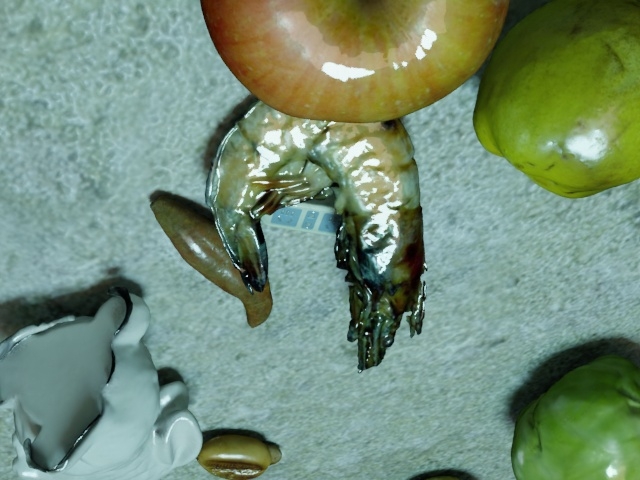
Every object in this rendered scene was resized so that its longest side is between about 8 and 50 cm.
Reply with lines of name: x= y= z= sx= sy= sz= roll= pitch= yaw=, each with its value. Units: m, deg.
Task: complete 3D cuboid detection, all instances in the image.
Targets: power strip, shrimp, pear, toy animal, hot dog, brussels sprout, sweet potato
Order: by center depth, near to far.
pear: x=0.248 y=-0.137 z=0.725 sx=0.200 sy=0.200 sz=0.200 roll=-5 pitch=135 yaw=-5
shrimp: x=0.000 y=0.000 z=0.848 sx=0.233 sy=0.071 sz=0.365 roll=-7 pitch=119 yaw=0
power strip: x=0.011 y=-0.029 z=0.890 sx=0.191 sy=0.030 sz=0.047 roll=9 pitch=131 yaw=-17
sweet potato: x=-0.109 y=0.035 z=0.916 sx=0.078 sy=0.058 sz=0.255 roll=-10 pitch=140 yaw=23
toy animal: x=-0.274 y=0.232 z=1.012 sx=0.258 sy=0.194 sz=0.357 roll=-36 pitch=151 yaw=-8
brussels sprout: x=0.436 y=0.324 z=1.183 sx=0.316 sy=0.242 sz=0.274 roll=32 pitch=97 yaw=-39
hot dog: x=-0.127 y=0.340 z=1.212 sx=0.140 sy=0.060 sz=0.090 roll=10 pitch=136 yaw=-10

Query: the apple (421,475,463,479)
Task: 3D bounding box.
apple: x=0.223 y=0.514 z=1.373 sx=0.182 sy=0.155 sz=0.182 roll=-7 pitch=133 yaw=-7

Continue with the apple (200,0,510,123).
apple: x=0.026 y=-0.216 z=0.577 sx=0.242 sy=0.241 sz=0.242 roll=-1 pitch=119 yaw=-2
